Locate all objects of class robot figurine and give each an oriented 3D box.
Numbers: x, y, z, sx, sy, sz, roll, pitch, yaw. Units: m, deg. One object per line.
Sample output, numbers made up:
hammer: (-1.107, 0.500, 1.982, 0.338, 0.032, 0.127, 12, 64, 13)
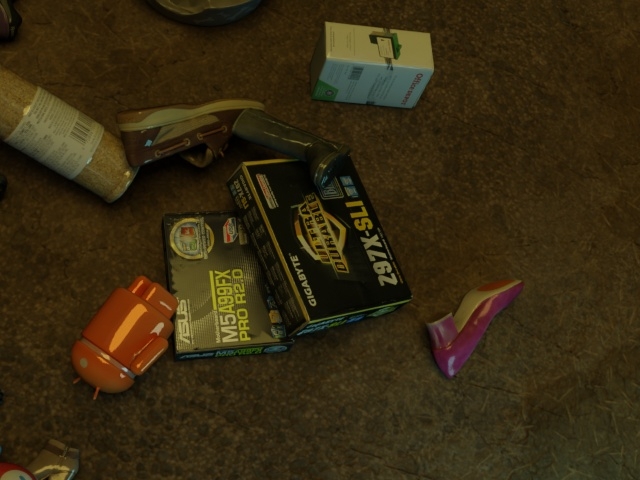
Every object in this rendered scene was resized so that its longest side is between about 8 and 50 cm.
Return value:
robot figurine: (-0.338, 0.169, 1.741, 0.158, 0.128, 0.219, 34, 78, 8)

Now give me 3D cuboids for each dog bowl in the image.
dog bowl: (-0.245, -0.599, 2.107, 0.348, 0.102, 0.349, 4, 68, -10)

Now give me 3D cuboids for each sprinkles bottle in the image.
sprinkles bottle: (-0.493, -0.201, 1.804, 0.355, 0.121, 0.121, 32, 62, -25)

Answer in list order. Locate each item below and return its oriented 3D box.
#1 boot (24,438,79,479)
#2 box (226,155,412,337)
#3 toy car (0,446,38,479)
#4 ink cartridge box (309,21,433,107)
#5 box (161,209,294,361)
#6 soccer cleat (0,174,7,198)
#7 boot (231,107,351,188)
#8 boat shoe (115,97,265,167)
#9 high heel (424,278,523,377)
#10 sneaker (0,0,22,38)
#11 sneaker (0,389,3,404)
boot: (-0.463, 0.372, 1.692, 0.118, 0.042, 0.087, 20, 59, -5)
box: (0.000, 0.000, 1.877, 0.257, 0.079, 0.322, -8, 67, -40)
toy car: (-0.535, 0.427, 1.524, 0.210, 0.238, 0.219, -38, 82, -6)
ink cartridge box: (0.100, -0.349, 2.045, 0.219, 0.160, 0.093, 4, 67, -12)
box: (-0.172, 0.077, 1.862, 0.216, 0.060, 0.270, -2, 68, -14)
soccer cleat: (-0.707, -0.054, 1.781, 0.318, 0.109, 0.116, -33, 74, -20)
boot: (-0.061, -0.175, 1.842, 0.208, 0.189, 0.076, 28, 106, 4)
boat shoe: (-0.232, -0.197, 1.902, 0.342, 0.123, 0.123, -17, 102, -51)
high heel: (0.306, 0.161, 1.936, 0.244, 0.082, 0.117, -27, 104, -34)
sneaker: (-0.657, -0.516, 2.000, 0.124, 0.107, 0.283, -4, 72, -29)
sneaker: (-0.601, 0.279, 1.686, 0.152, 0.058, 0.084, -32, 69, -29)
